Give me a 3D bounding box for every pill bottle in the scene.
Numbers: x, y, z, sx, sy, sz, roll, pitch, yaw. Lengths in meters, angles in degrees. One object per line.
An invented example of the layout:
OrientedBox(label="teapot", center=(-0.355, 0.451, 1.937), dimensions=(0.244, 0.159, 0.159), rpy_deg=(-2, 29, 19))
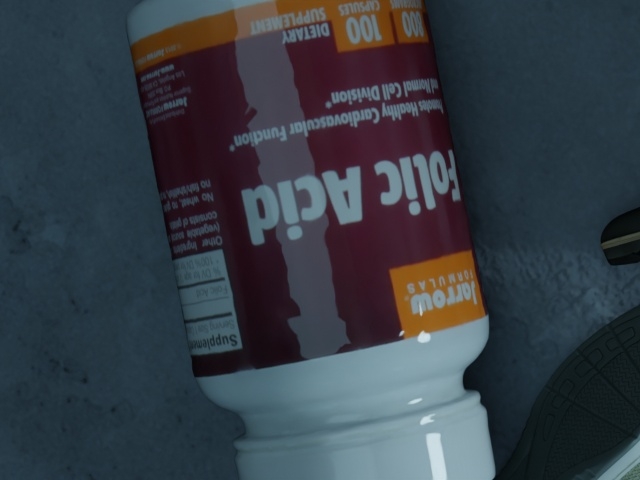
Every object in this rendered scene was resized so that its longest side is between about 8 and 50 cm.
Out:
OrientedBox(label="pill bottle", center=(0.000, 0.000, 1.458), dimensions=(0.224, 0.224, 0.392), rpy_deg=(-12, 90, 17))

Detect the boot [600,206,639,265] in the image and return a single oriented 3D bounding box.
OrientedBox(label="boot", center=(0.279, -0.075, 1.455), dimensions=(0.198, 0.077, 0.137), rpy_deg=(-24, 82, 4))

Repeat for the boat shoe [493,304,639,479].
OrientedBox(label="boat shoe", center=(0.209, 0.179, 1.476), dimensions=(0.320, 0.103, 0.118), rpy_deg=(-56, 33, 10))
